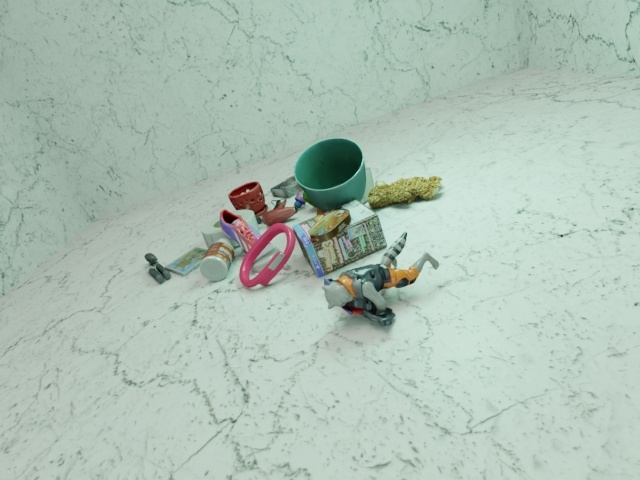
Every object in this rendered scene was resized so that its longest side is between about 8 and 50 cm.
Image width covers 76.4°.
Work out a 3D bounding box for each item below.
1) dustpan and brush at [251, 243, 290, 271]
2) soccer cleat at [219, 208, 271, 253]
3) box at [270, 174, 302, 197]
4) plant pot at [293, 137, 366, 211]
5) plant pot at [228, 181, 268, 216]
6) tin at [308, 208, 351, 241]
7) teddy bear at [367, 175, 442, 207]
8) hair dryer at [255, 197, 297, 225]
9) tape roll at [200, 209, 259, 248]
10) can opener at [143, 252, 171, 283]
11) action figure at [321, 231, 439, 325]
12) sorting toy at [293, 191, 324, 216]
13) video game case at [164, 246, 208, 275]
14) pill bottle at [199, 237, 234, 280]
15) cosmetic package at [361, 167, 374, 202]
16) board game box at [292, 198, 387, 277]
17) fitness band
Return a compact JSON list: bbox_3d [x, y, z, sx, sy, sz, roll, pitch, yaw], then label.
[{"bbox_3d":[-0.194,0.086,1.679,0.147,0.060,0.211,-48,28,-24],"label":"dustpan and brush"},{"bbox_3d":[-0.345,-0.034,1.840,0.318,0.116,0.108,33,58,28],"label":"soccer cleat"},{"bbox_3d":[-0.167,-0.340,2.508,0.231,0.056,0.183,-36,29,-29],"label":"box"},{"bbox_3d":[0.061,-0.250,1.734,0.293,0.235,0.293,-9,54,13],"label":"plant pot"},{"bbox_3d":[-0.402,-0.216,2.299,0.191,0.174,0.191,-17,24,8],"label":"plant pot"},{"bbox_3d":[0.035,-0.054,1.452,0.106,0.040,0.190,8,38,40],"label":"tin"},{"bbox_3d":[0.371,-0.233,1.803,0.338,0.113,0.245,-1,29,37],"label":"teddy bear"},{"bbox_3d":[-0.225,-0.164,2.134,0.223,0.080,0.293,-47,35,-22],"label":"hair dryer"},{"bbox_3d":[-0.463,-0.057,2.087,0.286,0.100,0.286,-12,24,6],"label":"tape roll"},{"bbox_3d":[-0.826,0.131,2.021,0.076,0.095,0.283,-34,28,-25],"label":"can opener"},{"bbox_3d":[0.135,0.104,1.237,0.330,0.178,0.341,-24,25,-30],"label":"action figure"},{"bbox_3d":[-0.048,-0.158,2.031,0.365,0.127,0.126,16,73,57],"label":"sorting toy"},{"bbox_3d":[-0.650,0.100,2.031,0.212,0.023,0.193,8,37,46],"label":"video game case"},{"bbox_3d":[-0.449,0.076,1.805,0.121,0.121,0.216,-17,25,10],"label":"pill bottle"},{"bbox_3d":[0.112,-0.271,2.026,0.296,0.153,0.129,8,30,45],"label":"cosmetic package"},{"bbox_3d":[0.067,-0.017,1.563,0.291,0.141,0.232,-24,25,-6],"label":"board game box"},{"bbox_3d":[-0.211,0.061,1.603,0.291,0.054,0.209,-47,36,11],"label":"fitness band"}]
